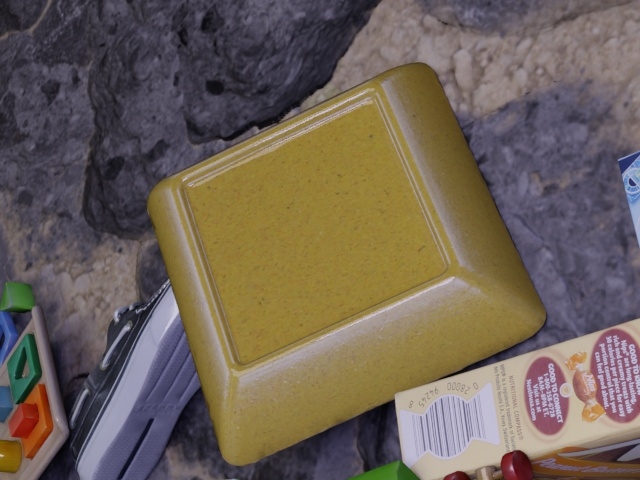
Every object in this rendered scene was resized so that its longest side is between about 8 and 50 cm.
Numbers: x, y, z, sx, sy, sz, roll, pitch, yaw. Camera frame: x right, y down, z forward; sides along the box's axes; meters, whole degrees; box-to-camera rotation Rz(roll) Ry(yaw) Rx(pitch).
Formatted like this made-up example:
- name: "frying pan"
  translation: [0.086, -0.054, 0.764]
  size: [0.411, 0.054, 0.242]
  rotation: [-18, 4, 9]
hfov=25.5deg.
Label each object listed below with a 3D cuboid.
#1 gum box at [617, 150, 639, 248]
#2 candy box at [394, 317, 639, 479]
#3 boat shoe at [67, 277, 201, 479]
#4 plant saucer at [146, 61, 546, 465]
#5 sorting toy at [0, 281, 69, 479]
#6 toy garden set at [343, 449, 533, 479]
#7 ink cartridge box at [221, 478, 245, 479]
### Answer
- name: "gum box"
  translation: [0.342, -0.011, 1.170]
  size: [0.157, 0.041, 0.184]
  rotation: [-24, 61, 33]
- name: "candy box"
  translation: [0.239, 0.134, 1.116]
  size: [0.316, 0.183, 0.087]
  rotation: [-21, 64, 34]
- name: "boat shoe"
  translation: [-0.187, 0.119, 1.521]
  size: [0.119, 0.121, 0.335]
  rotation: [44, 108, 35]
- name: "plant saucer"
  translation: [0.000, 0.000, 1.355]
  size: [0.333, 0.081, 0.333]
  rotation: [-25, 58, 8]
- name: "sorting toy"
  translation: [-0.354, 0.201, 1.640]
  size: [0.196, 0.047, 0.348]
  rotation: [-56, 41, 36]
- name: "toy garden set"
  translation: [0.128, 0.270, 1.127]
  size: [0.204, 0.244, 0.049]
  rotation: [-27, 26, 36]
- name: "ink cartridge box"
  translation: [-0.049, 0.349, 1.169]
  size: [0.115, 0.198, 0.273]
  rotation: [-16, 65, 36]
